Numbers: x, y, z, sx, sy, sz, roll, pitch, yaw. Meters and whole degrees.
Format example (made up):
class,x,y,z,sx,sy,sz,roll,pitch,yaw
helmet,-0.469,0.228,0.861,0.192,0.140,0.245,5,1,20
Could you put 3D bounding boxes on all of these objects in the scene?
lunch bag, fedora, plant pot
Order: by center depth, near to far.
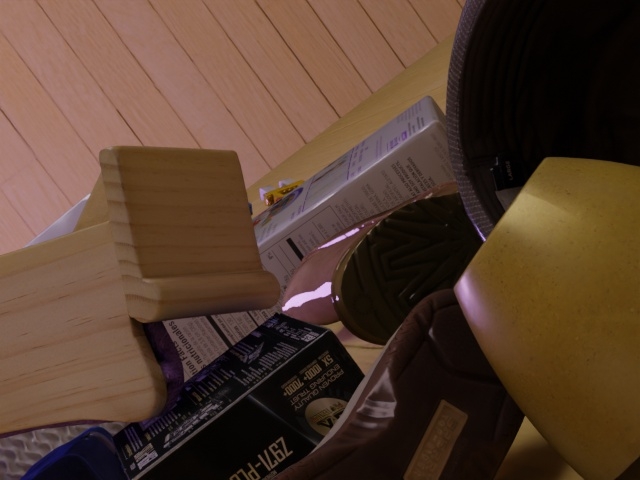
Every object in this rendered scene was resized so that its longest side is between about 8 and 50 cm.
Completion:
class,x,y,z,sx,sy,sz,roll,pitch,yaw
plant pot,0.113,0.019,0.606,0.134,0.095,0.134,-54,-5,-7
fedora,0.186,-0.077,0.755,0.124,0.244,0.275,-7,-20,-32
lunch bag,-0.193,0.195,1.177,0.098,0.067,0.065,-32,9,18

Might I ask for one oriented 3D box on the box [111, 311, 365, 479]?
class,x,y,z,sx,sy,sz,roll,pitch,yaw
box,-0.047,0.122,0.924,0.147,0.077,0.180,-37,7,-10

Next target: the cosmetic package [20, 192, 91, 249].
class,x,y,z,sx,sy,sz,roll,pitch,yaw
cosmetic package,-0.315,0.125,1.598,0.377,0.097,0.284,-39,-19,5

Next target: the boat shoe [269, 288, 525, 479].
class,x,y,z,sx,sy,sz,roll,pitch,yaw
boat shoe,0.016,0.131,0.629,0.257,0.095,0.095,-44,-12,-43

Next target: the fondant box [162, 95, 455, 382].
class,x,y,z,sx,sy,sz,roll,pitch,yaw
fondant box,0.000,0.000,1.419,0.330,0.096,0.238,-34,8,9

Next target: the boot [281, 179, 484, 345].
class,x,y,z,sx,sy,sz,roll,pitch,yaw
boot,0.045,0.027,1.113,0.236,0.089,0.269,-28,2,-32

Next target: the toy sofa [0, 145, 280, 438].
class,x,y,z,sx,sy,sz,roll,pitch,yaw
toy sofa,-0.218,0.060,1.055,0.362,0.177,0.150,-16,-7,29

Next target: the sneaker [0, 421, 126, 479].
class,x,y,z,sx,sy,sz,roll,pitch,yaw
sneaker,-0.245,0.182,1.433,0.293,0.102,0.146,-51,-1,-42

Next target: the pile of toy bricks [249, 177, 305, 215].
class,x,y,z,sx,sy,sz,roll,pitch,yaw
pile of toy bricks,-0.083,0.005,1.831,0.212,0.118,0.105,-22,28,-31
